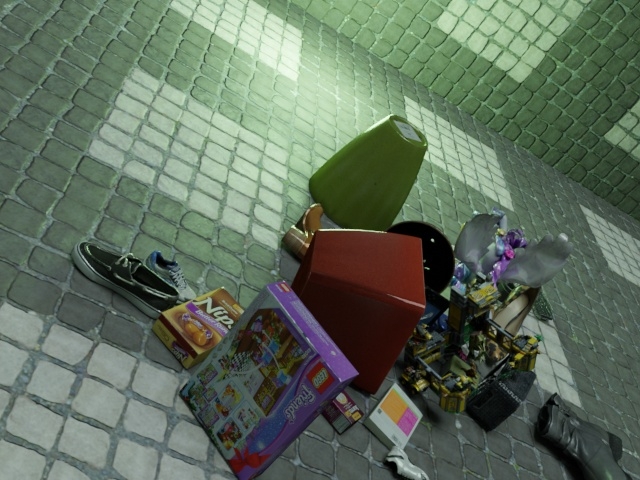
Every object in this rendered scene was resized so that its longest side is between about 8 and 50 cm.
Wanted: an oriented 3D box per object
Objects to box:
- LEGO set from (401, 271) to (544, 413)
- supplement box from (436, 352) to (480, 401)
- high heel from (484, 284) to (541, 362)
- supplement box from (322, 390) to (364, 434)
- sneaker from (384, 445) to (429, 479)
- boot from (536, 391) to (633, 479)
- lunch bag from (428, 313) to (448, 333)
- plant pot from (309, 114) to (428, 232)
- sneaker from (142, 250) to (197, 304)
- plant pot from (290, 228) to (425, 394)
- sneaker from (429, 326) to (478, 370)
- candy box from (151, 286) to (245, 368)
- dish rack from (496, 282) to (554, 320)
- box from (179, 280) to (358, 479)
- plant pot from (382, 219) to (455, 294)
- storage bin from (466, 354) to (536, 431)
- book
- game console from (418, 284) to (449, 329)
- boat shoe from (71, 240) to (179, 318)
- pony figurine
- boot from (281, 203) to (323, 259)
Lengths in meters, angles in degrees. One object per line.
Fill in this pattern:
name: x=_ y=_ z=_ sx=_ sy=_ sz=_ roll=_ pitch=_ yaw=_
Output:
LEGO set: x=0.339 y=0.215 z=1.726 sx=0.331 sy=0.192 sz=0.255 roll=-18 pitch=39 yaw=-20
supplement box: x=0.334 y=0.334 z=1.832 sx=0.083 sy=0.056 sz=0.083 roll=37 pitch=30 yaw=-1
high heel: x=0.525 y=0.215 z=2.067 sx=0.093 sy=0.186 sz=0.261 roll=40 pitch=30 yaw=-6
supplement box: x=0.037 y=0.338 z=1.522 sx=0.083 sy=0.043 sz=0.055 roll=48 pitch=30 yaw=15
sneaker: x=0.172 y=0.463 z=1.510 sx=0.109 sy=0.040 sz=0.044 roll=42 pitch=46 yaw=14
boot: x=0.628 y=0.525 z=1.856 sx=0.223 sy=0.118 sz=0.338 roll=35 pitch=19 yaw=1
lunch bag: x=0.327 y=0.233 z=1.953 sx=0.098 sy=0.065 sz=0.067 roll=31 pitch=31 yaw=-13
plant pot: x=0.159 y=-0.201 z=2.138 sx=0.275 sy=0.293 sz=0.274 roll=27 pitch=32 yaw=-18
sneaker: x=-0.297 y=0.074 z=1.509 sx=0.135 sy=0.058 sz=0.052 roll=40 pitch=30 yaw=2
plant pot: x=0.061 y=0.126 z=1.649 sx=0.236 sy=0.267 sz=0.267 roll=19 pitch=33 yaw=-8
sneaker: x=0.334 y=0.277 z=1.892 sx=0.170 sy=0.075 sz=0.063 roll=36 pitch=30 yaw=-4
candy box: x=-0.222 y=0.165 z=1.471 sx=0.109 sy=0.053 sz=0.187 roll=45 pitch=29 yaw=13
dish rack: x=0.635 y=0.144 z=2.399 sx=0.272 sy=0.074 sz=0.208 roll=22 pitch=35 yaw=-27
box: x=-0.095 y=0.239 z=1.264 sx=0.201 sy=0.293 sz=0.057 roll=51 pitch=29 yaw=20
plant pot: x=0.264 y=0.038 z=2.043 sx=0.215 sy=0.215 sz=0.230 roll=41 pitch=16 yaw=5
storage bin: x=0.438 y=0.365 z=1.836 sx=0.084 sy=0.122 sz=0.180 roll=44 pitch=31 yaw=11
book: x=0.158 y=0.378 z=1.610 sx=0.096 sy=0.035 sz=0.144 roll=45 pitch=31 yaw=6
game console: x=0.225 y=0.184 z=1.832 sx=0.124 sy=0.144 sz=0.085 roll=33 pitch=31 yaw=-9
boat shoe: x=-0.366 y=0.060 z=1.440 sx=0.219 sy=0.070 sz=0.077 roll=34 pitch=30 yaw=-7
pony figurine: x=0.474 y=0.055 z=2.098 sx=0.303 sy=0.351 sz=0.363 roll=20 pitch=28 yaw=-8
boot: x=0.000 y=0.000 z=1.919 sx=0.152 sy=0.073 sz=0.197 roll=37 pitch=42 yaw=1
